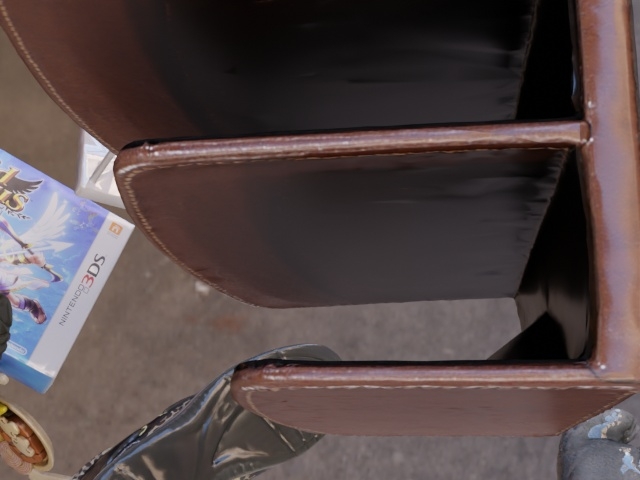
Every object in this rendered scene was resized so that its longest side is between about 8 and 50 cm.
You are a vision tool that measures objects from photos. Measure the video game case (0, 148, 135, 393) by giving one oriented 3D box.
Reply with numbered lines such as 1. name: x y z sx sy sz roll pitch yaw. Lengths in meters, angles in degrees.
1. video game case: -0.396 0.017 1.560 0.270 0.061 0.244 30 53 -12

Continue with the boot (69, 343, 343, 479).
1. boot: -0.101 0.165 1.030 0.236 0.178 0.085 -31 90 -26

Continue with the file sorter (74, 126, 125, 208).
1. file sorter: -0.075 -0.128 1.267 0.278 0.173 0.192 16 53 -26

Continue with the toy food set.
1. toy food set: -0.375 0.237 1.541 0.132 0.192 0.038 0 37 45

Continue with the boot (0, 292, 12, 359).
1. boot: -0.334 0.053 0.809 0.161 0.083 0.247 21 19 34

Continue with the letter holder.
1. letter holder: 0.000 0.000 0.517 0.215 0.302 0.151 -3 79 5

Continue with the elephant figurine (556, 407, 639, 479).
1. elephant figurine: 0.287 0.187 0.877 0.240 0.169 0.186 -6 45 25
